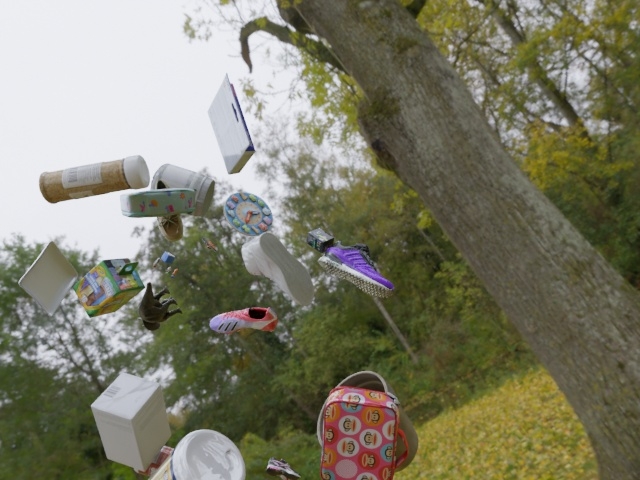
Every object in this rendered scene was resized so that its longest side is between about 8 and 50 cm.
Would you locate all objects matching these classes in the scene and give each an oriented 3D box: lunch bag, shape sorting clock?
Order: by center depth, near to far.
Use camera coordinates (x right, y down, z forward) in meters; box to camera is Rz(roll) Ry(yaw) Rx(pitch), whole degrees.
[{"bbox_3d":[0.134,0.596,1.442,0.259,0.292,0.120,7,10,6],"label":"lunch bag"},{"bbox_3d":[-0.282,-0.108,1.905,0.206,0.206,0.040,-19,-15,-41],"label":"shape sorting clock"},{"bbox_3d":[-0.656,-0.152,1.956,0.279,0.107,0.224,-8,8,-34],"label":"lunch bag"}]

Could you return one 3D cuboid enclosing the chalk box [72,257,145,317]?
[{"bbox_3d":[-0.961,0.200,2.245,0.289,0.179,0.180,-36,-10,17],"label":"chalk box"}]

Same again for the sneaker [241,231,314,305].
[{"bbox_3d":[-0.152,0.108,1.672,0.169,0.292,0.108,-19,19,50],"label":"sneaker"}]

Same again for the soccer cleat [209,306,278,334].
[{"bbox_3d":[-0.264,0.261,1.622,0.248,0.083,0.095,-3,-48,15],"label":"soccer cleat"}]

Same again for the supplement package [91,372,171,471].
[{"bbox_3d":[-0.694,0.673,1.788,0.177,0.176,0.292,-56,-28,-56],"label":"supplement package"}]

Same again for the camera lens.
[{"bbox_3d":[-0.691,-0.250,2.406,0.219,0.275,0.219,-163,90,-86],"label":"camera lens"}]

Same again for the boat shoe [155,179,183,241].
[{"bbox_3d":[-0.675,-0.130,2.108,0.105,0.285,0.089,-19,-20,-14],"label":"boat shoe"}]

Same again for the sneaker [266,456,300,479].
[{"bbox_3d":[-0.166,1.050,2.223,0.072,0.178,0.077,-42,26,25],"label":"sneaker"}]

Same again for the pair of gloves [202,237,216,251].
[{"bbox_3d":[-0.528,0.021,2.285,0.010,0.074,0.083,-43,-29,5],"label":"pair of gloves"}]

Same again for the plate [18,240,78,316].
[{"bbox_3d":[-1.343,0.189,2.378,0.045,0.277,0.277,2,-43,12],"label":"plate"}]

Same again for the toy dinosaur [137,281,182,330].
[{"bbox_3d":[-0.650,0.271,1.898,0.160,0.121,0.313,-34,-18,-20],"label":"toy dinosaur"}]

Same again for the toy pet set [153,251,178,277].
[{"bbox_3d":[-0.793,0.124,2.485,0.114,0.122,0.065,-59,5,4],"label":"toy pet set"}]

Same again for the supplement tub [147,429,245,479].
[{"bbox_3d":[-0.394,0.747,1.438,0.316,0.228,0.228,-52,-22,21],"label":"supplement tub"}]

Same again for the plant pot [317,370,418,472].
[{"bbox_3d":[0.196,0.687,1.748,0.323,0.280,0.323,-36,24,19],"label":"plant pot"}]

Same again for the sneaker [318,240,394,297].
[{"bbox_3d":[0.147,0.083,1.695,0.146,0.294,0.102,-54,-25,-22],"label":"sneaker"}]

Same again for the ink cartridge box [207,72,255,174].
[{"bbox_3d":[-0.376,-0.495,2.083,0.072,0.323,0.330,-15,-8,-31],"label":"ink cartridge box"}]

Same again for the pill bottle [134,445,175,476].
[{"bbox_3d":[-0.663,0.878,1.925,0.121,0.216,0.121,15,-90,-86],"label":"pill bottle"}]

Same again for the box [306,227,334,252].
[{"bbox_3d":[0.000,0.000,1.794,0.062,0.083,0.052,-23,-47,-40],"label":"box"}]

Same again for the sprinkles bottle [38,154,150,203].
[{"bbox_3d":[-0.801,-0.218,1.718,0.356,0.121,0.121,-10,-17,1],"label":"sprinkles bottle"}]
